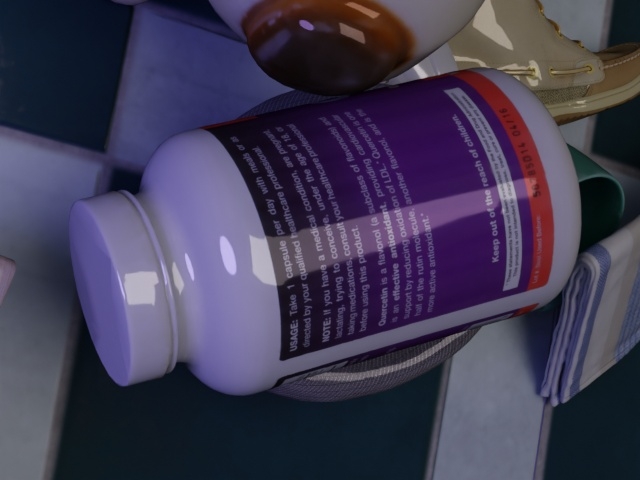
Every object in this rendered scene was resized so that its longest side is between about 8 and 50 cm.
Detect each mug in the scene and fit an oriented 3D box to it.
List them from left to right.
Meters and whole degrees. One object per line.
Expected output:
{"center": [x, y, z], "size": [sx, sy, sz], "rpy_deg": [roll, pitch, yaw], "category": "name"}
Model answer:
{"center": [0.186, -0.017, 1.280], "size": [0.129, 0.097, 0.157], "rpy_deg": [4, 120, -45], "category": "mug"}

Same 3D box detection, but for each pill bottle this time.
{"center": [0.003, -0.004, 0.970], "size": [0.323, 0.181, 0.181], "rpy_deg": [-14, 98, -22], "category": "pill bottle"}

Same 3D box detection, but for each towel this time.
{"center": [0.317, 0.018, 1.352], "size": [0.285, 0.034, 0.209], "rpy_deg": [-35, 147, -30], "category": "towel"}

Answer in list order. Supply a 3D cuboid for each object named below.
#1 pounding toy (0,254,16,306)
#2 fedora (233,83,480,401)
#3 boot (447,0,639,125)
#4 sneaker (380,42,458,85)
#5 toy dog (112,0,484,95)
{"center": [-0.308, 0.113, 0.903], "size": [0.155, 0.154, 0.269], "rpy_deg": [26, 75, -33], "category": "pounding toy"}
{"center": [0.000, 0.000, 1.135], "size": [0.275, 0.124, 0.243], "rpy_deg": [-19, 98, -21], "category": "fedora"}
{"center": [0.188, -0.205, 1.293], "size": [0.262, 0.095, 0.203], "rpy_deg": [-19, 100, -30], "category": "boot"}
{"center": [0.031, -0.167, 1.186], "size": [0.123, 0.106, 0.290], "rpy_deg": [-19, 93, -24], "category": "sneaker"}
{"center": [-0.038, -0.294, 0.965], "size": [0.408, 0.395, 0.284], "rpy_deg": [53, 51, -15], "category": "toy dog"}
